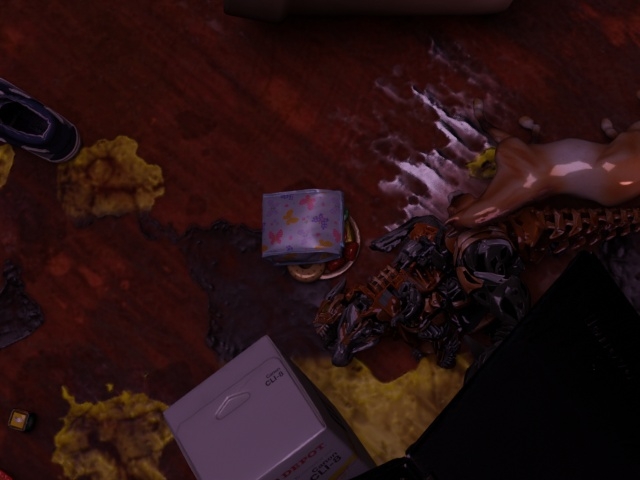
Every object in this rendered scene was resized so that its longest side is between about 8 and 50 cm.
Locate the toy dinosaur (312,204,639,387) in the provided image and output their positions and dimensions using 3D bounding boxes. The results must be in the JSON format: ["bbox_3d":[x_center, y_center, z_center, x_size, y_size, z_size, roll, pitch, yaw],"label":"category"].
[{"bbox_3d":[0.155,0.048,1.328,0.322,0.164,0.218,-37,57,22],"label":"toy dinosaur"}]

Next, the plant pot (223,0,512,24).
[{"bbox_3d":[0.074,-0.354,1.362,0.280,0.323,0.323,12,80,-4],"label":"plant pot"}]

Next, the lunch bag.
[{"bbox_3d":[-0.015,-0.013,1.390,0.083,0.053,0.071,-7,74,18],"label":"lunch bag"}]

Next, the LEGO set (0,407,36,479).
[{"bbox_3d":[-0.408,0.255,1.421,0.244,0.060,0.182,-15,80,6],"label":"LEGO set"}]

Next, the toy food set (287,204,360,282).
[{"bbox_3d":[0.000,0.000,1.422,0.083,0.020,0.082,-15,76,7],"label":"toy food set"}]

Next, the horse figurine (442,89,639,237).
[{"bbox_3d":[0.251,-0.081,1.334,0.263,0.066,0.174,-1,38,5],"label":"horse figurine"}]

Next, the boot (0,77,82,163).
[{"bbox_3d":[-0.352,-0.148,1.480,0.190,0.086,0.069,23,83,13],"label":"boot"}]

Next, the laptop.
[{"bbox_3d":[0.163,0.292,1.240,0.408,0.236,0.382,-30,106,28],"label":"laptop"}]

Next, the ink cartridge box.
[{"bbox_3d":[-0.039,0.202,1.288,0.128,0.176,0.127,-38,51,1],"label":"ink cartridge box"}]
